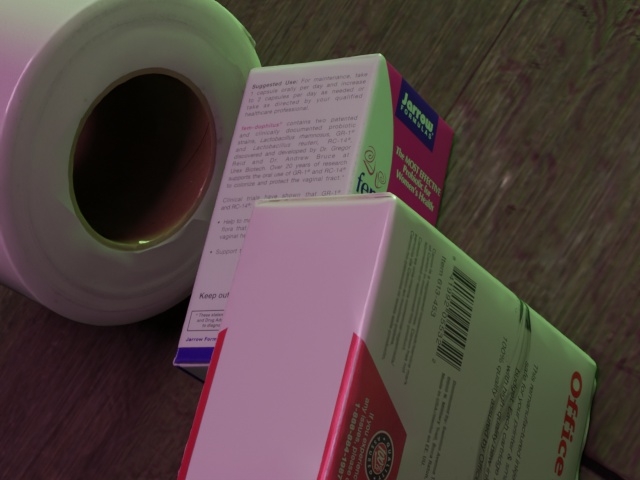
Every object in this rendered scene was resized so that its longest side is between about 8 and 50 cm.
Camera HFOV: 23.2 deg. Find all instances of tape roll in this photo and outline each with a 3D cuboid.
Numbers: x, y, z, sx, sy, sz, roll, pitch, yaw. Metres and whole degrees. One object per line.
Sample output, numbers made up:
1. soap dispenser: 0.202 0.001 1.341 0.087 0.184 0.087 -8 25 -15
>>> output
1. tape roll: -0.178 -0.078 1.123 0.169 0.246 0.246 22 79 42

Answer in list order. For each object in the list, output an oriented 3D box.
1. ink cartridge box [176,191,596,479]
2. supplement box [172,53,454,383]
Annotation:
1. ink cartridge box: 0.047 0.101 0.866 0.100 0.237 0.172 -1 64 38
2. supplement box: 0.000 0.000 1.041 0.114 0.111 0.220 -4 63 34
